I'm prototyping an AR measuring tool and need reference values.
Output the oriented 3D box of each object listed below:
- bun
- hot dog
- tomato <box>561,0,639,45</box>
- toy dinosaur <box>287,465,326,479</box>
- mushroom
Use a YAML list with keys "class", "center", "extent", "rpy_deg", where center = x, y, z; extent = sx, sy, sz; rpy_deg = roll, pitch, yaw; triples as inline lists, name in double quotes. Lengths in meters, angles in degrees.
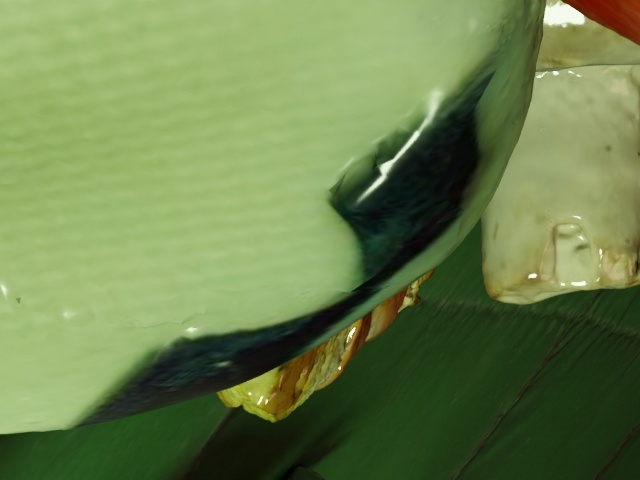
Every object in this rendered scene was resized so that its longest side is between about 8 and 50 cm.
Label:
- class: "bun"
  center: [-0.088, -0.076, 0.412]
  extent: [0.283, 0.179, 0.283]
  rpy_deg: [-4, 147, -3]
- class: "hot dog"
  center: [-0.006, 0.001, 0.803]
  extent: [0.123, 0.093, 0.261]
  rpy_deg: [-67, 168, 19]
- class: "tomato"
  center: [0.082, -0.167, 0.421]
  extent: [0.176, 0.335, 0.289]
  rpy_deg: [-11, 126, -19]
- class: "toy dinosaur"
  center: [-0.070, 0.233, 1.071]
  extent: [0.205, 0.092, 0.393]
  rpy_deg: [-45, 160, 3]
- class: "mushroom"
  center: [0.100, -0.071, 0.716]
  extent: [0.204, 0.204, 0.204]
  rpy_deg: [-40, 156, -22]
